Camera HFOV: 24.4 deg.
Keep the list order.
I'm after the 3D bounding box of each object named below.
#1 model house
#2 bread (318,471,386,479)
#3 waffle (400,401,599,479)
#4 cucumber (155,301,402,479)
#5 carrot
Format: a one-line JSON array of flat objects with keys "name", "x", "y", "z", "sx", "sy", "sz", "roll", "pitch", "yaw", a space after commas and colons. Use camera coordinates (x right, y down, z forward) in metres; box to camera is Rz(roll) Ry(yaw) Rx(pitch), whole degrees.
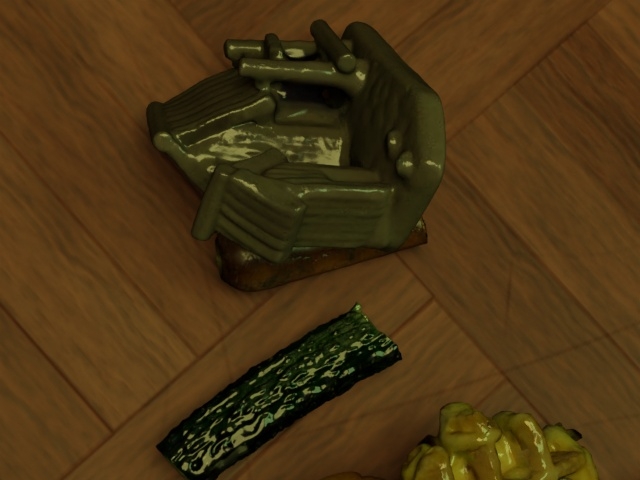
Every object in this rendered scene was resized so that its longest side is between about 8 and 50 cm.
[{"name": "model house", "x": -0.026, "y": -0.071, "z": 1.055, "sx": 0.188, "sy": 0.229, "sz": 0.122, "roll": -5, "pitch": 119, "yaw": -13}, {"name": "bread", "x": 0.041, "y": 0.239, "z": 1.045, "sx": 0.125, "sy": 0.086, "sz": 0.156, "roll": -5, "pitch": 82, "yaw": -14}, {"name": "waffle", "x": 0.143, "y": 0.269, "z": 1.016, "sx": 0.329, "sy": 0.062, "sz": 0.329, "roll": 6, "pitch": 78, "yaw": -32}, {"name": "cucumber", "x": -0.032, "y": 0.113, "z": 1.076, "sx": 0.187, "sy": 0.058, "sz": 0.058, "roll": -32, "pitch": 85, "yaw": -14}, {"name": "carrot", "x": 0.000, "y": 0.000, "z": 1.106, "sx": 0.161, "sy": 0.055, "sz": 0.055, "roll": -11, "pitch": 81, "yaw": -18}]
